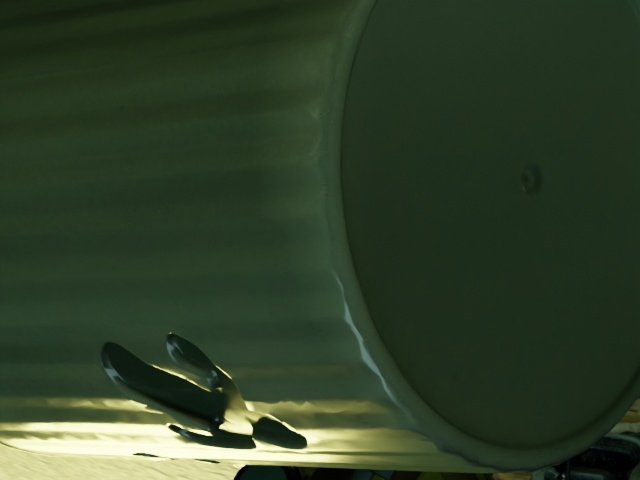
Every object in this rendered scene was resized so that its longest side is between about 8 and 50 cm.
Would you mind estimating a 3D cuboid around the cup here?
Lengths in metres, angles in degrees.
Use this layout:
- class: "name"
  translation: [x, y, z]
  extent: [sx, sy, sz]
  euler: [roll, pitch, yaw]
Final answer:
- class: "cup"
  translation: [-0.004, -0.025, 0.746]
  extent: [0.401, 0.310, 0.392]
  euler: [-7, -176, -43]

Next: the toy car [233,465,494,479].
- class: "toy car"
  translation: [0.064, 0.223, 1.030]
  extent: [0.198, 0.248, 0.204]
  euler: [24, 161, 32]

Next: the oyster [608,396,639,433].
- class: "oyster"
  translation: [0.196, 0.090, 1.053]
  extent: [0.271, 0.100, 0.275]
  euler: [12, 162, 0]

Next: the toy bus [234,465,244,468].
- class: "toy bus"
  translation: [-0.056, 0.071, 1.065]
  extent: [0.125, 0.133, 0.292]
  euler: [0, 141, 16]

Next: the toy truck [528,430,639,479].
- class: "toy truck"
  translation: [0.297, 0.307, 1.150]
  extent: [0.162, 0.305, 0.136]
  euler: [-7, -179, -35]
